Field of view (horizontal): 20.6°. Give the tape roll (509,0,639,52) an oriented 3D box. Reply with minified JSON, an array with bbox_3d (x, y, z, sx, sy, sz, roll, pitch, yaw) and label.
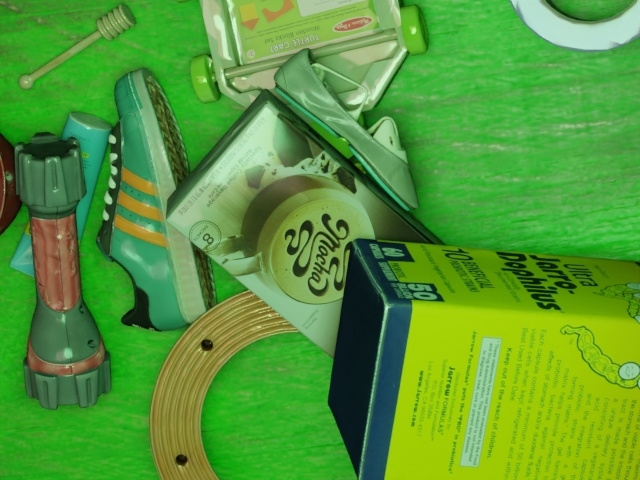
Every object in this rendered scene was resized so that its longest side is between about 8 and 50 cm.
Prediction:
[{"bbox_3d":[0.290,-0.296,1.877,0.189,0.080,0.189,2,99,12],"label":"tape roll"}]

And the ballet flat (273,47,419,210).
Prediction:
[{"bbox_3d":[0.042,-0.123,1.891,0.213,0.072,0.068,43,96,2],"label":"ballet flat"}]

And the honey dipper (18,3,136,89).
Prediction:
[{"bbox_3d":[-0.285,-0.221,2.037,0.161,0.030,0.030,-30,91,18],"label":"honey dipper"}]

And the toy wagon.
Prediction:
[{"bbox_3d":[-0.017,-0.225,1.958,0.267,0.068,0.344,-12,96,14],"label":"toy wagon"}]

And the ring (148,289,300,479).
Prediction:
[{"bbox_3d":[-0.027,0.208,2.011,0.337,0.032,0.336,0,101,-2],"label":"ring"}]

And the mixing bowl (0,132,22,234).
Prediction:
[{"bbox_3d":[-0.409,-0.066,2.036,0.181,0.098,0.181,2,94,27],"label":"mixing bowl"}]

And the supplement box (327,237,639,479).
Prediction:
[{"bbox_3d":[0.206,0.129,1.780,0.357,0.194,0.195,5,108,-12],"label":"supplement box"}]

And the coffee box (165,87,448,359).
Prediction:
[{"bbox_3d":[0.000,0.000,1.888,0.297,0.119,0.168,40,97,-11],"label":"coffee box"}]

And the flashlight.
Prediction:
[{"bbox_3d":[-0.297,0.039,2.003,0.103,0.103,0.304,11,115,25],"label":"flashlight"}]

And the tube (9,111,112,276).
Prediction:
[{"bbox_3d":[-0.298,-0.047,2.056,0.080,0.052,0.207,25,108,14],"label":"tube"}]

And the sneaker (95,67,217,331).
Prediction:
[{"bbox_3d":[-0.208,-0.040,2.002,0.121,0.108,0.302,-11,97,9],"label":"sneaker"}]
